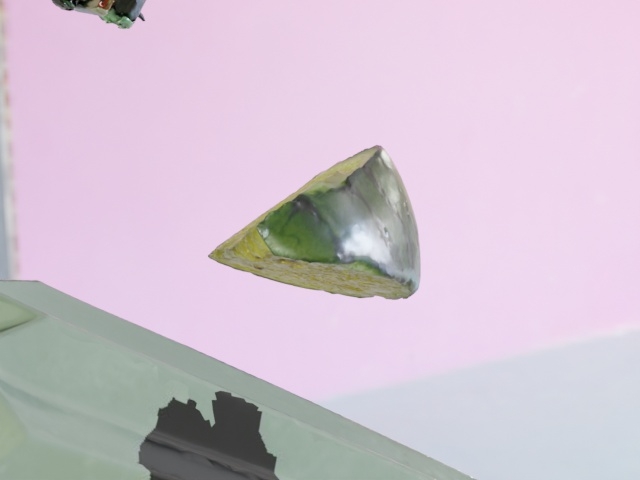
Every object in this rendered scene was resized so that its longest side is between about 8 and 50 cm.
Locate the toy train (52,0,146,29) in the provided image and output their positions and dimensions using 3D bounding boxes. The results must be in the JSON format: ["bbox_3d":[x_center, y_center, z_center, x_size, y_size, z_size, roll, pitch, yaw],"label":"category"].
[{"bbox_3d":[-0.073,-0.227,0.975,0.053,0.249,0.085,14,-17,49],"label":"toy train"}]

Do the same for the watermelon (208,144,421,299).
[{"bbox_3d":[0.008,0.007,0.867,0.092,0.075,0.181,-33,3,-13],"label":"watermelon"}]

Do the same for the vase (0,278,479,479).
[{"bbox_3d":[-0.003,0.130,0.659,0.360,0.165,0.165,18,0,-16],"label":"vase"}]
